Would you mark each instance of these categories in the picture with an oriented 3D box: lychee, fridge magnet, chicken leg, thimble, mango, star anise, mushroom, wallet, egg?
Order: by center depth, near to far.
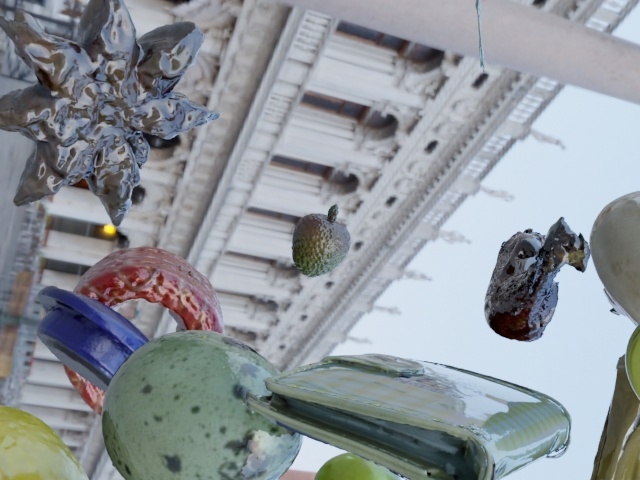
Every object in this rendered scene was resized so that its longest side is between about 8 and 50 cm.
[{"bbox_3d":[0.177,0.034,0.640,0.253,0.051,0.105,24,83,-84],"label":"chicken leg"},{"bbox_3d":[0.097,0.159,0.698,0.223,0.310,0.077,16,-91,30],"label":"wallet"},{"bbox_3d":[-0.115,0.179,0.763,0.228,0.177,0.176,-2,-105,39],"label":"egg"},{"bbox_3d":[-0.266,-0.159,0.946,0.108,0.316,0.315,31,-70,52],"label":"star anise"},{"bbox_3d":[0.087,0.471,1.218,0.273,0.149,0.185,56,-44,9],"label":"mango"},{"bbox_3d":[-0.373,0.175,1.284,0.112,0.265,0.265,-56,-172,-25],"label":"fridge magnet"},{"bbox_3d":[0.000,0.000,1.422,0.146,0.114,0.114,-63,-159,15],"label":"lychee"},{"bbox_3d":[-0.364,0.191,1.583,0.230,0.351,0.349,-139,-118,-71],"label":"thimble"},{"bbox_3d":[0.722,0.072,1.646,0.295,0.363,0.362,-40,-140,43],"label":"mushroom"}]

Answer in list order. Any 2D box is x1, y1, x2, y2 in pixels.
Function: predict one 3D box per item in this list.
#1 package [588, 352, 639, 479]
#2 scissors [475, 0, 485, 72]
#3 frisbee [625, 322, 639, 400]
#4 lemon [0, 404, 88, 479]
[{"bbox_3d":[0.625,0.381,1.445,0.221,0.165,0.311,-9,-133,50],"label":"package"},{"bbox_3d":[0.320,-0.469,1.536,0.144,0.017,0.247,-69,152,-68],"label":"scissors"},{"bbox_3d":[0.560,0.200,1.101,0.236,0.017,0.235,22,-52,32],"label":"frisbee"},{"bbox_3d":[-0.429,0.341,0.875,0.336,0.336,0.335,-168,-90,-72],"label":"lemon"}]
